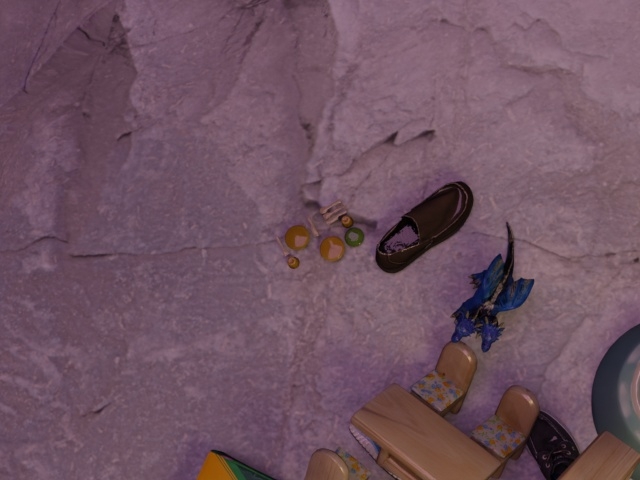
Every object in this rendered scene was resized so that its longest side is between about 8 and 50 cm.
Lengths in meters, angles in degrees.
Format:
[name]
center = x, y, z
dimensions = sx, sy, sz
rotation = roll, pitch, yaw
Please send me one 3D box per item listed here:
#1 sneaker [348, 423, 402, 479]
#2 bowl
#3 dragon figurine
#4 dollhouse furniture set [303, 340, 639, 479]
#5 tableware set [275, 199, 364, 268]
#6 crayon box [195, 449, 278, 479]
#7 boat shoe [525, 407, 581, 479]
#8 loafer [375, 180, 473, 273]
[sneaker]
center = 0.123, 0.359, 1.906
dimensions = 0.073, 0.063, 0.162
rotation = -43, 69, -3
[bowl]
center = 0.591, 0.254, 1.752
dimensions = 0.312, 0.163, 0.311
rotation = -4, 74, 14
[dragon figurine]
center = 0.304, 0.083, 1.873
dimensions = 0.085, 0.144, 0.289
rotation = 37, 66, -2
[dollhouse furniture set]
center = 0.238, 0.336, 1.673
dimensions = 0.394, 0.256, 0.362
rotation = 35, 44, 25
[tableware set]
center = 0.000, 0.000, 2.065
dimensions = 0.154, 0.024, 0.104
rotation = -31, 72, 4
[crayon box]
center = -0.173, 0.530, 1.929
dimensions = 0.165, 0.081, 0.278
rotation = 22, 82, 20
[boat shoe]
center = 0.400, 0.377, 1.815
dimensions = 0.080, 0.076, 0.228
rotation = -27, 69, 6
[loafer]
center = 0.188, -0.026, 1.987
dimensions = 0.220, 0.078, 0.080
rotation = -44, 68, 0
